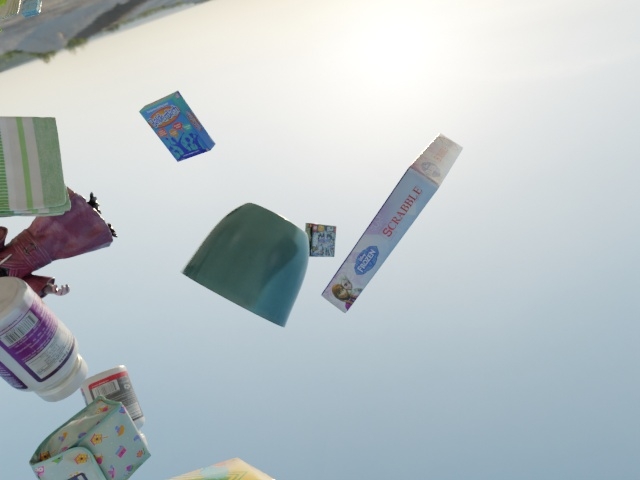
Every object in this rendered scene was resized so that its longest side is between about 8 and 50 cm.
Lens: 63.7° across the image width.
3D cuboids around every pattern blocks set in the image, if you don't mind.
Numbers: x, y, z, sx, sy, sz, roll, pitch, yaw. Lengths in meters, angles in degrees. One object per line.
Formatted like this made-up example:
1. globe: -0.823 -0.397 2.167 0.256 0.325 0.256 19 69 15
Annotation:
1. pattern blocks set: -0.899 -0.648 1.399 0.325 0.026 0.285 -17 -114 8

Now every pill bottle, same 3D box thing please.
1. pill bottle: -0.772 0.651 1.944 0.177 0.318 0.176 -23 171 -4
2. pill bottle: -0.671 0.238 1.182 0.170 0.301 0.169 -10 -139 9

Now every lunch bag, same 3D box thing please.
1. lunch bag: -0.639 0.604 1.428 0.160 0.223 0.262 0 -153 34

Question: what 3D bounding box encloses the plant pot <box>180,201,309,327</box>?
1. plant pot: -0.163 0.046 1.295 0.293 0.293 0.235 18 -104 50

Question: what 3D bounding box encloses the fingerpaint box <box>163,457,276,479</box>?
1. fingerpaint box: -0.274 0.705 0.987 0.371 0.444 0.163 4 180 -44

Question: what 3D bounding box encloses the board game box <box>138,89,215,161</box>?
1. board game box: -0.468 -0.369 1.691 0.160 0.210 0.047 -12 -143 32

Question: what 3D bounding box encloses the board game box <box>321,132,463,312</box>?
1. board game box: 0.153 -0.046 1.053 0.066 0.318 0.318 36 -151 6

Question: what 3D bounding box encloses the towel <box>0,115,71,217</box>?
1. towel: -0.744 -0.163 1.133 0.325 0.247 0.038 -8 170 -34

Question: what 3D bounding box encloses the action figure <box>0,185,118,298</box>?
1. action figure: -0.724 0.007 1.296 0.370 0.248 0.276 -36 -151 -21

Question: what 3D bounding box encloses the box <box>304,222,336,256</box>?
1. box: 0.000 0.000 1.456 0.027 0.093 0.137 3 -179 30
